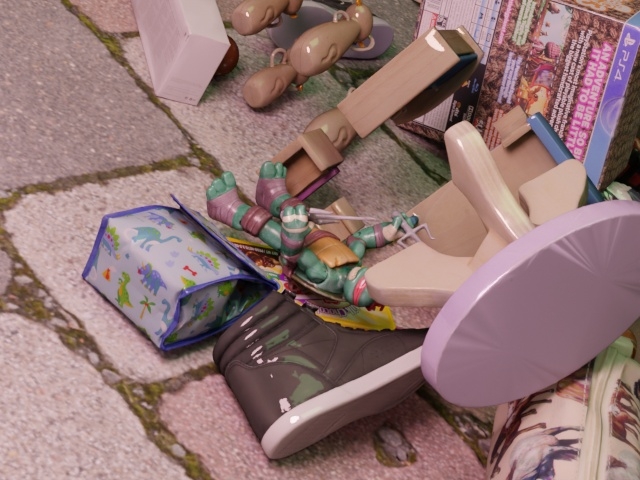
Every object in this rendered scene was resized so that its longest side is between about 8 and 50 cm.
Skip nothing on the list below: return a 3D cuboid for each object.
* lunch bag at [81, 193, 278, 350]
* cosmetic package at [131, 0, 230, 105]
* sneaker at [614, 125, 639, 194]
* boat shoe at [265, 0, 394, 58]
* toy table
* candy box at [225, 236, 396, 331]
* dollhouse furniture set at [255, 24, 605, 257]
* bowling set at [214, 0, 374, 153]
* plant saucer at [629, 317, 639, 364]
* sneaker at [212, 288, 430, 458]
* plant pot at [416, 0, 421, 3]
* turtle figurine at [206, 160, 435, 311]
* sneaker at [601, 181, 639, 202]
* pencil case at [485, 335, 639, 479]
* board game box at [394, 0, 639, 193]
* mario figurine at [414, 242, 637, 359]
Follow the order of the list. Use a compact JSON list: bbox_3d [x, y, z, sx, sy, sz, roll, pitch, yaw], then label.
[{"bbox_3d":[-0.130,0.026,1.449,0.129,0.096,0.151,41,31,25],"label":"lunch bag"},{"bbox_3d":[-0.175,-0.278,1.811,0.060,0.099,0.239,11,39,-28],"label":"cosmetic package"},{"bbox_3d":[0.374,-0.164,2.084,0.276,0.097,0.135,40,23,-17],"label":"sneaker"},{"bbox_3d":[0.002,-0.297,2.002,0.228,0.080,0.076,-4,41,-43],"label":"boat shoe"},{"bbox_3d":[0.183,0.024,1.415,0.274,0.252,0.161,-19,40,-22],"label":"toy table"},{"bbox_3d":[-0.021,0.053,1.569,0.205,0.027,0.105,12,40,-28],"label":"candy box"},{"bbox_3d":[0.147,-0.053,1.679,0.303,0.286,0.198,53,17,3],"label":"dollhouse furniture set"},{"bbox_3d":[-0.039,-0.255,1.816,0.199,0.287,0.154,15,34,28],"label":"bowling set"},{"bbox_3d":[0.460,0.140,1.765,0.310,0.050,0.311,14,54,-21],"label":"plant saucer"},{"bbox_3d":[0.019,0.100,1.465,0.295,0.104,0.147,-18,62,-45],"label":"sneaker"},{"bbox_3d":[0.269,-0.535,2.351,0.334,0.334,0.305,38,22,9],"label":"plant pot"},{"bbox_3d":[0.000,0.000,1.524,0.234,0.118,0.175,32,14,31],"label":"turtle figurine"},{"bbox_3d":[0.407,0.016,1.903,0.235,0.094,0.153,33,23,-17],"label":"sneaker"},{"bbox_3d":[0.228,0.249,1.375,0.160,0.183,0.410,30,32,-4],"label":"pencil case"},{"bbox_3d":[0.271,-0.224,1.913,0.291,0.232,0.141,23,30,19],"label":"board game box"},{"bbox_3d":[0.237,0.018,1.699,0.198,0.170,0.321,7,42,-30],"label":"mario figurine"}]
